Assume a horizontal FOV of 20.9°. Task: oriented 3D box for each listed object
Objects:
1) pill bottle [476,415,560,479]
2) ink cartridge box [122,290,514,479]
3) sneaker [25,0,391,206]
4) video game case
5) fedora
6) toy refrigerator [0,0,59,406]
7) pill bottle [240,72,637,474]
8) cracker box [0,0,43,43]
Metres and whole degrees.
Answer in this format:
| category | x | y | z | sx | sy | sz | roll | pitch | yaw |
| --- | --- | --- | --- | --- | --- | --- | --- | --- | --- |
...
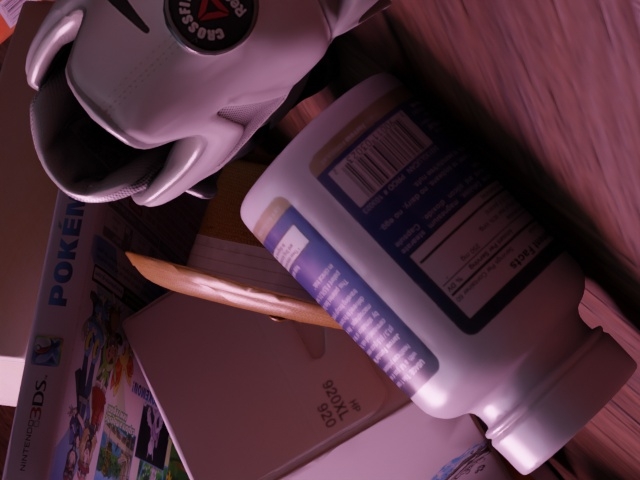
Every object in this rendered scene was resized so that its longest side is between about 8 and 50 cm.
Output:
| category | x | y | z | sx | sy | sz | roll | pitch | yaw |
| --- | --- | --- | --- | --- | --- | --- | --- | --- | --- |
| pill bottle | 0.078 | 0.236 | 1.271 | 0.121 | 0.216 | 0.121 | 46 | 173 | 8 |
| ink cartridge box | 0.009 | 0.123 | 1.148 | 0.171 | 0.168 | 0.232 | 59 | -179 | 39 |
| sneaker | -0.071 | -0.082 | 0.767 | 0.122 | 0.146 | 0.330 | 46 | 174 | -1 |
| video game case | -0.122 | 0.057 | 1.217 | 0.036 | 0.300 | 0.329 | 5 | 165 | 14 |
| fedora | 0.000 | 0.000 | 0.874 | 0.194 | 0.079 | 0.194 | 12 | -179 | 0 |
| toy refrigerator | -0.183 | -0.026 | 1.202 | 0.094 | 0.269 | 0.102 | 5 | 155 | 19 |
| pill bottle | 0.054 | 0.017 | 0.753 | 0.169 | 0.094 | 0.094 | 47 | 172 | 6 |
| cracker box | -0.353 | -0.291 | 1.510 | 0.232 | 0.067 | 0.156 | 43 | 171 | 20 |
